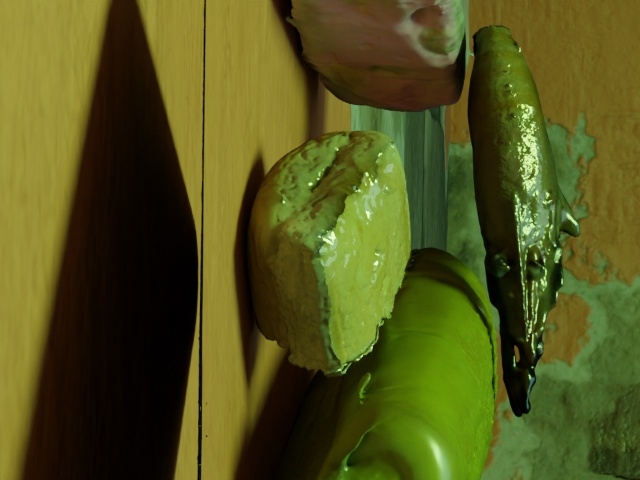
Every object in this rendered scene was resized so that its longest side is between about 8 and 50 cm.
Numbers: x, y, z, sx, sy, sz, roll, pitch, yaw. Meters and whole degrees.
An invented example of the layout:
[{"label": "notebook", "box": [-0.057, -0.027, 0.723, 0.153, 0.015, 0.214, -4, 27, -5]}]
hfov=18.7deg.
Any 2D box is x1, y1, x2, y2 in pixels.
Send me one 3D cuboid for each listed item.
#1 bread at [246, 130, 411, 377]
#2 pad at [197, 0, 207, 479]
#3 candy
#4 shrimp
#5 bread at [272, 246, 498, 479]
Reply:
[{"label": "bread", "box": [0.000, 0.001, 1.112, 0.125, 0.082, 0.106, -57, 142, -44]}, {"label": "pad", "box": [-0.076, 0.112, 0.787, 0.315, 0.063, 0.375, 93, -4, -54]}, {"label": "candy", "box": [0.040, -0.192, 1.272, 0.265, 0.115, 0.156, 69, 21, -76]}, {"label": "shrimp", "box": [0.138, -0.014, 1.288, 0.117, 0.066, 0.262, 27, 58, -75]}, {"label": "bread", "box": [0.048, 0.125, 1.209, 0.166, 0.112, 0.383, -57, -177, 16]}]
